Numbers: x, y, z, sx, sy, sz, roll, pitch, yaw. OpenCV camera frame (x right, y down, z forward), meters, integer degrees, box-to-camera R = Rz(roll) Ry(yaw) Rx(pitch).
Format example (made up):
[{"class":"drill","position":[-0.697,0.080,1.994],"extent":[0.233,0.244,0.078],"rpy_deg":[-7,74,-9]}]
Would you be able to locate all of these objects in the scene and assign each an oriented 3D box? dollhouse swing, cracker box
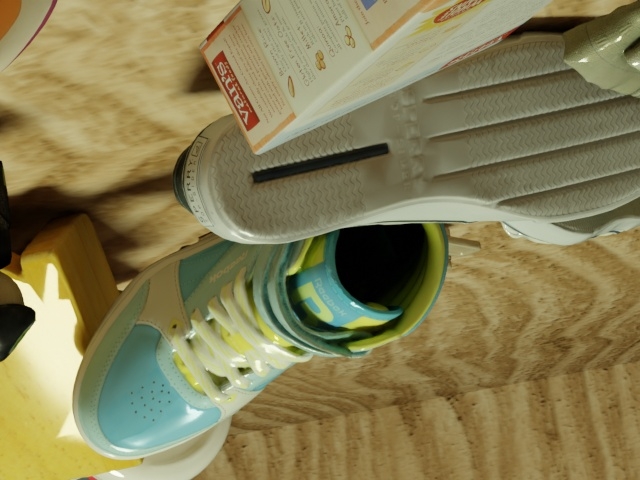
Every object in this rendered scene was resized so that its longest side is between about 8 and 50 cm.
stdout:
[{"class":"dollhouse swing","position":[-0.328,0.053,1.538],"extent":[0.347,0.305,0.315],"rpy_deg":[-11,127,7]},{"class":"cracker box","position":[0.056,-0.126,0.837],"extent":[0.156,0.067,0.232],"rpy_deg":[-27,176,-26]}]

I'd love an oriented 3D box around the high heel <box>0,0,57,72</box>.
[{"class":"high heel","position":[-0.227,-0.094,0.924],"extent":[0.244,0.082,0.117],"rpy_deg":[-27,-164,17]}]

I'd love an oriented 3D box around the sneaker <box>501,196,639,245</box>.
[{"class":"sneaker","position":[0.175,-0.030,1.445],"extent":[0.091,0.094,0.258],"rpy_deg":[-22,165,31]}]

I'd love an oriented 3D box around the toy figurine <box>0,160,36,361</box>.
[{"class":"toy figurine","position":[-0.301,0.013,1.131],"extent":[0.209,0.148,0.213],"rpy_deg":[-15,168,25]}]

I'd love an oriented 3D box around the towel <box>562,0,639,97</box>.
[{"class":"towel","position":[0.345,-0.136,1.088],"extent":[0.324,0.056,0.312],"rpy_deg":[-24,162,34]}]

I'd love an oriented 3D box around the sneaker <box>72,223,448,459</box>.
[{"class":"sneaker","position":[-0.045,0.054,1.283],"extent":[0.319,0.127,0.208],"rpy_deg":[-40,-170,3]}]

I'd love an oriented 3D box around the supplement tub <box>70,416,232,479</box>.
[{"class":"supplement tub","position":[-0.224,0.175,1.886],"extent":[0.191,0.191,0.272],"rpy_deg":[-3,167,-30]}]

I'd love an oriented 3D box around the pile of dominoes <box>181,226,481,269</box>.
[{"class":"pile of dominoes","position":[0.000,0.000,1.659],"extent":[0.251,0.040,0.196],"rpy_deg":[10,159,-37]}]

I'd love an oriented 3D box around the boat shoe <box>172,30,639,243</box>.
[{"class":"boat shoe","position":[0.065,-0.069,1.175],"extent":[0.335,0.121,0.119],"rpy_deg":[-6,-170,-20]}]
